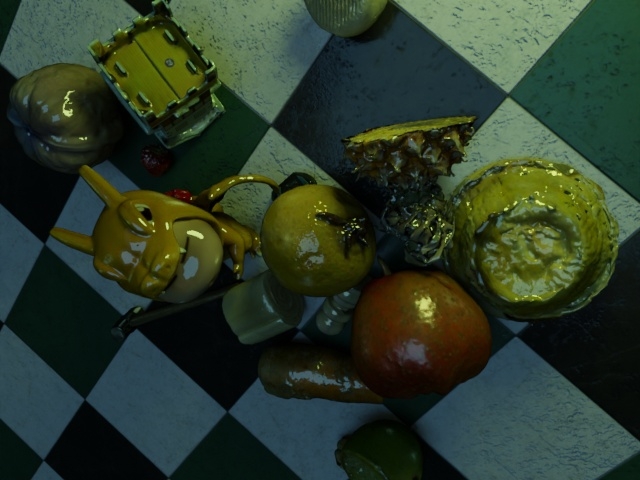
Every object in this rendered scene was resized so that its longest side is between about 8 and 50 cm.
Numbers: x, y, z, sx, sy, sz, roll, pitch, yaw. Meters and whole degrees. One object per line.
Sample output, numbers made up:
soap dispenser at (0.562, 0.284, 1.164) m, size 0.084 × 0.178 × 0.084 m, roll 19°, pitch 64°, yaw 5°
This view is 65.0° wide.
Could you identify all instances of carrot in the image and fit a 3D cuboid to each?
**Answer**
carrot at (0.002, 0.311, 1.187) m, size 0.302 × 0.138 × 0.138 m, roll 1°, pitch 105°, yaw 12°

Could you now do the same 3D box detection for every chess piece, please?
chess piece at (0.048, 0.148, 1.146) m, size 0.094 × 0.094 × 0.170 m, roll 31°, pitch 117°, yaw 8°

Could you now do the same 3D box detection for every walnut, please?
walnut at (-0.577, -0.281, 1.160) m, size 0.249 × 0.248 × 0.248 m, roll 5°, pitch 107°, yaw 17°

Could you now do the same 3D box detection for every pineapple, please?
pineapple at (0.179, -0.082, 0.960) m, size 0.263 × 0.262 × 0.271 m, roll -5°, pitch 107°, yaw 20°

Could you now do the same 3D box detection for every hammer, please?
hammer at (-0.368, 0.173, 1.299) m, size 0.366 × 0.111 × 0.043 m, roll -18°, pitch 108°, yaw 15°

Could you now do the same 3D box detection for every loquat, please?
loquat at (0.000, 0.000, 1.013) m, size 0.244 × 0.244 × 0.243 m, roll 5°, pitch 107°, yaw 17°

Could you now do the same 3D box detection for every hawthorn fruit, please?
hawthorn fruit at (0.184, 0.161, 1.009) m, size 0.277 × 0.277 × 0.298 m, roll -27°, pitch 80°, yaw 23°

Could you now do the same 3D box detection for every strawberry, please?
strawberry at (-0.399, -0.188, 1.213) m, size 0.073 × 0.073 × 0.083 m, roll 29°, pitch 125°, yaw 9°

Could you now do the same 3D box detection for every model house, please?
model house at (-0.335, -0.342, 1.066) m, size 0.198 × 0.215 × 0.224 m, roll -39°, pitch 91°, yaw -8°

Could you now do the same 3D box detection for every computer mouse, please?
computer mouse at (-0.055, -0.106, 1.129) m, size 0.135 × 0.047 × 0.079 m, roll -24°, pitch 85°, yaw 34°

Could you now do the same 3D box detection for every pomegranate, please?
pomegranate at (0.147, 0.520, 1.189) m, size 0.190 × 0.159 × 0.240 m, roll 45°, pitch 142°, yaw 11°

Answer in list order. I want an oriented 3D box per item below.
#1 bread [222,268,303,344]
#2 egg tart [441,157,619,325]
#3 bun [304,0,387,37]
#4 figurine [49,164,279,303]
bread at (-0.134, 0.155, 1.183) m, size 0.141 × 0.134 × 0.148 m, roll -27°, pitch 83°, yaw 28°
egg tart at (0.396, 0.015, 0.967) m, size 0.346 × 0.132 × 0.345 m, roll 4°, pitch 106°, yaw 15°
bun at (0.055, -0.484, 0.947) m, size 0.167 × 0.113 × 0.173 m, roll 39°, pitch 137°, yaw 10°
figurine at (-0.322, -0.009, 1.070) m, size 0.401 × 0.387 × 0.267 m, roll 0°, pitch 91°, yaw 25°
